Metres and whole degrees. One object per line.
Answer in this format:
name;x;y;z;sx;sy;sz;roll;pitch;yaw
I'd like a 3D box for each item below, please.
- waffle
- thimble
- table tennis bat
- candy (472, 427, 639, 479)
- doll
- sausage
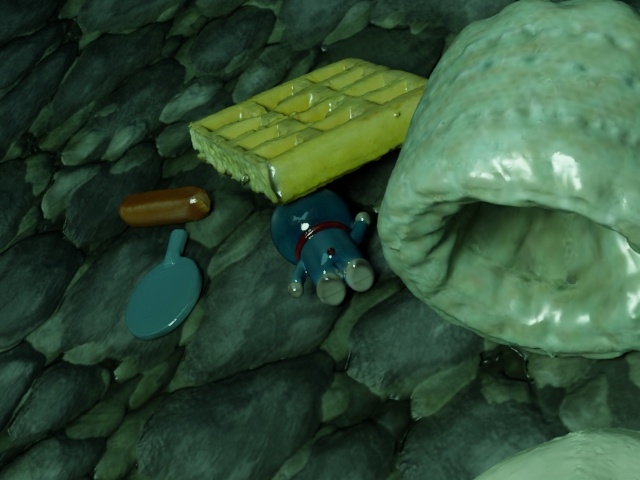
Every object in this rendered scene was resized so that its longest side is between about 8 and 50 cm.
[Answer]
waffle;-0.002;-0.126;1.613;0.221;0.055;0.248;-26;23;-17
thimble;0.204;-0.041;1.226;0.291;0.291;0.195;-6;52;38
table tennis bat;-0.173;0.049;1.688;0.100;0.019;0.155;-19;42;27
candy;0.190;0.244;0.988;0.295;0.185;0.295;-19;48;22
doll;0.000;0.000;1.533;0.114;0.085;0.152;-27;46;-7
sausage;-0.182;-0.040;1.774;0.131;0.039;0.041;-5;40;37
